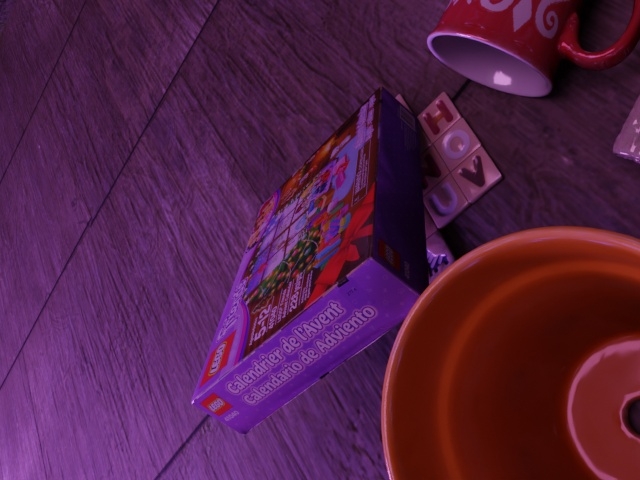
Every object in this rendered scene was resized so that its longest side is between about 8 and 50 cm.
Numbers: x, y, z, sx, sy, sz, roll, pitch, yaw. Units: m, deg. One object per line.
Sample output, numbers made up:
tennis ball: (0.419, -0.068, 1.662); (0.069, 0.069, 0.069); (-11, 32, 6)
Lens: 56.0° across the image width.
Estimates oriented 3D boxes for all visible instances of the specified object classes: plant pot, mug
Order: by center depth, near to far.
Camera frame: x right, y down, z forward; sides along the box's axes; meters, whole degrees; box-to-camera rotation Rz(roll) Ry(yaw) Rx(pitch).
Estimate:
plant pot: (0.174, 0.110, 0.361); (0.205, 0.188, 0.205); (-14, 69, 41)
mug: (0.193, -0.215, 0.504); (0.150, 0.113, 0.169); (25, 93, 4)

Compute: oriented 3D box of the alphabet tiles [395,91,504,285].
alphabet tiles: (0.069, -0.032, 0.627); (0.237, 0.009, 0.198); (-43, 53, 28)

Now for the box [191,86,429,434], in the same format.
box: (0.000, 0.000, 0.535); (0.201, 0.057, 0.293); (-42, 20, 29)

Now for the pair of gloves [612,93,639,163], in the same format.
pair of gloves: (0.331, -0.126, 0.374); (0.240, 0.042, 0.204); (18, 96, 47)
